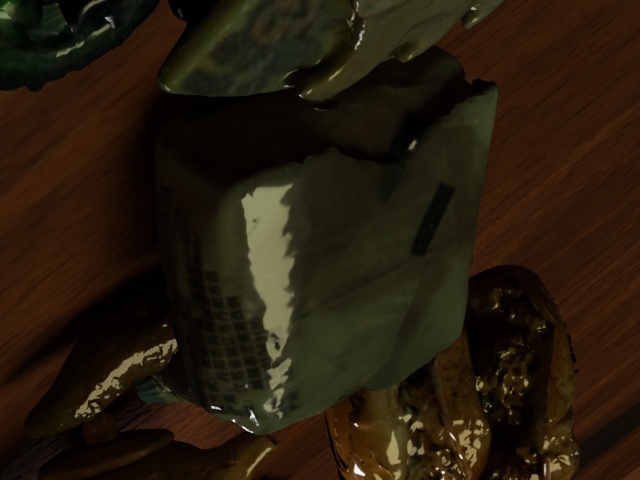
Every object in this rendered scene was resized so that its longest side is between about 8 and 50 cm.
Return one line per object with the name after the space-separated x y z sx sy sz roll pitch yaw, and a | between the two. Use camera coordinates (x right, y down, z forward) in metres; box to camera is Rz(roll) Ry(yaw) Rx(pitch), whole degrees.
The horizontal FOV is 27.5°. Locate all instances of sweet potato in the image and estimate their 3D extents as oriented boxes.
-0.112 0.056 0.983 0.274 0.067 0.067 -41 157 -10 | sweet potato

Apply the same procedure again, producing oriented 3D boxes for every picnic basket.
-0.113 0.107 1.071 0.083 0.065 0.083 -25 154 16 | picnic basket

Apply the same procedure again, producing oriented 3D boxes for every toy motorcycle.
0.008 -0.177 0.602 0.410 0.169 0.237 -17 156 -47 | toy motorcycle

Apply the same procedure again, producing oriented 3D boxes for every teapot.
-0.180 0.227 1.105 0.311 0.167 0.203 -16 -179 4 | teapot

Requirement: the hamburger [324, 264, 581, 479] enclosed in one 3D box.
0.102 0.122 1.170 0.211 0.245 0.261 -9 125 -10 | hamburger

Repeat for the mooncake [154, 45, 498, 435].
-0.004 -0.001 0.900 0.250 0.136 0.255 -22 129 -37 | mooncake
